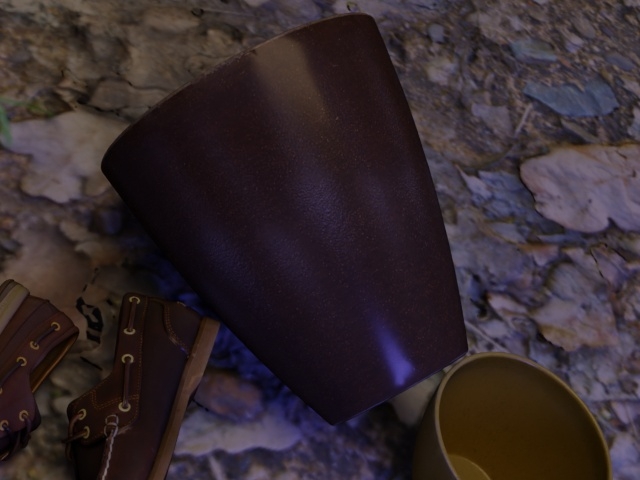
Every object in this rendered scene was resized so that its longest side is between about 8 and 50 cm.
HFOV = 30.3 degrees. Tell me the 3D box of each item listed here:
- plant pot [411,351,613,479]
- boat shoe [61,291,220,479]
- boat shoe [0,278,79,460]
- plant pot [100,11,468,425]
[{"bbox_3d":[0.114,0.157,0.804,0.134,0.095,0.134,16,48,-19],"label":"plant pot"},{"bbox_3d":[-0.121,0.116,0.724,0.073,0.073,0.207,24,39,-9],"label":"boat shoe"},{"bbox_3d":[-0.195,0.099,0.698,0.060,0.064,0.178,25,44,-7],"label":"boat shoe"},{"bbox_3d":[0.000,0.000,0.810,0.215,0.215,0.230,-25,83,-40],"label":"plant pot"}]
